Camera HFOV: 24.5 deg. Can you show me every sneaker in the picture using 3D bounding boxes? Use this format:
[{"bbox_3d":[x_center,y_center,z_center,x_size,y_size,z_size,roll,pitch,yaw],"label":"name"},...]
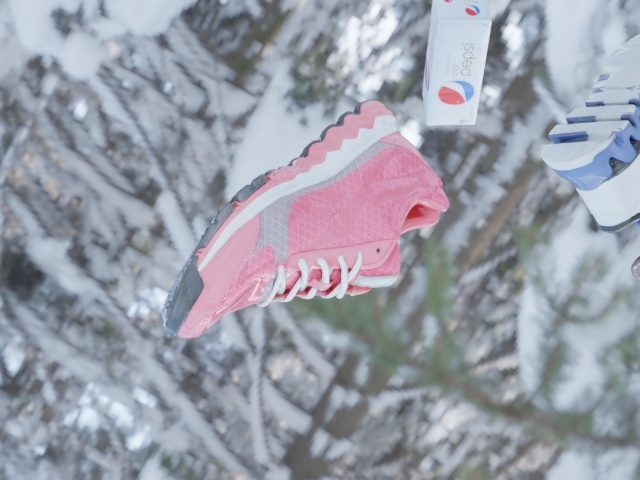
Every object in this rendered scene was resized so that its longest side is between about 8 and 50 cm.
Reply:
[{"bbox_3d":[0.000,-0.001,1.247,0.136,0.116,0.314,44,-127,7],"label":"sneaker"},{"bbox_3d":[0.392,-0.116,1.730,0.127,0.315,0.182,7,134,50],"label":"sneaker"}]

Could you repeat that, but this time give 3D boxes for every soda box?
[{"bbox_3d":[0.187,-0.254,2.047,0.074,0.216,0.069,-2,-127,-3],"label":"soda box"}]

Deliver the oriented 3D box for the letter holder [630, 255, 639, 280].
[{"bbox_3d":[0.456,0.062,1.337,0.214,0.302,0.152,35,-136,-30],"label":"letter holder"}]
